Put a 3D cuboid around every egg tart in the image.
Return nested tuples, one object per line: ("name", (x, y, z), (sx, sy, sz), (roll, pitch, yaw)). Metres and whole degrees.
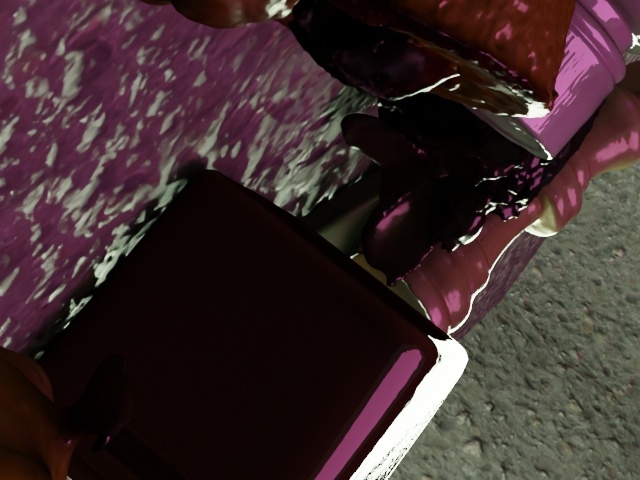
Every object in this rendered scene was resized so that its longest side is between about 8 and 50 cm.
("egg tart", (0.044, -0.160, 0.717), (0.170, 0.215, 0.215), (-65, 168, 0))

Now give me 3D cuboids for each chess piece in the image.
("chess piece", (0.205, -0.057, 1.342), (0.397, 0.117, 0.117), (-39, 165, -21))

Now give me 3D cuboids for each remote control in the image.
("remote control", (0.000, 0.000, 1.402), (0.285, 0.038, 0.123), (-32, 158, -49))

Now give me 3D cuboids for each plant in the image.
("plant", (0.128, -0.107, 1.188), (0.234, 0.178, 0.204), (-34, 165, -40))

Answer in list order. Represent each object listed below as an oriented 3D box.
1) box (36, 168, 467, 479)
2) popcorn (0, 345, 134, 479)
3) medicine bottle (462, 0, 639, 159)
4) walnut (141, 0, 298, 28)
("box", (-0.045, 0.110, 1.097), (0.229, 0.239, 0.339), (-53, 167, 1))
("popcorn", (-0.222, 0.180, 0.684), (0.297, 0.281, 0.315), (96, -3, -61))
("medicine bottle", (0.207, -0.255, 0.932), (0.378, 0.213, 0.213), (-50, 168, 2))
("walnut", (-0.038, -0.157, 0.517), (0.155, 0.155, 0.184), (-47, 167, -10))
